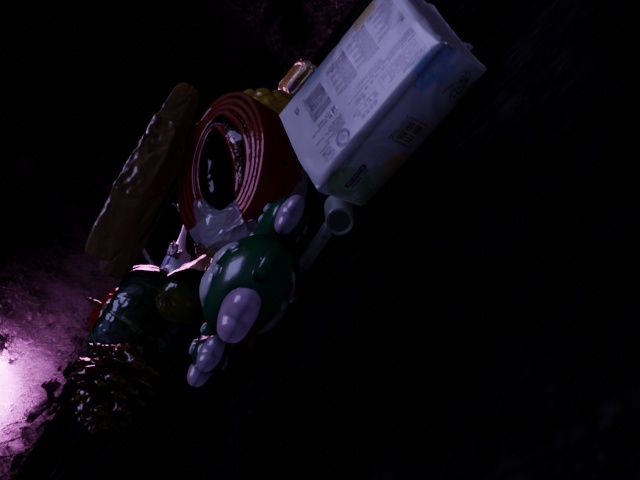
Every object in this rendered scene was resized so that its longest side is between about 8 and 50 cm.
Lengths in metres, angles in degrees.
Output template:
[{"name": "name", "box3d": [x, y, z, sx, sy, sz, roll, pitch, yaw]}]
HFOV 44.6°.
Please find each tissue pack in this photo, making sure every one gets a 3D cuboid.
[{"name": "tissue pack", "box3d": [0.086, -0.170, 0.964, 0.229, 0.145, 0.159, -49, 46, 25]}]

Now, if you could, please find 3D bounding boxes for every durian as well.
[{"name": "durian", "box3d": [-0.286, 0.011, 1.966, 0.110, 0.071, 0.140, -48, 18, 27]}]

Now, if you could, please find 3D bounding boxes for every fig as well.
[{"name": "fig", "box3d": [-0.257, 0.098, 1.557, 0.117, 0.117, 0.177, -48, 3, 24]}]

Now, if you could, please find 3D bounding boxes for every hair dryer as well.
[{"name": "hair dryer", "box3d": [0.000, 0.000, 1.003, 0.124, 0.037, 0.063, -56, 11, 17]}]

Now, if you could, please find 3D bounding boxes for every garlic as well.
[{"name": "garlic", "box3d": [-0.292, 0.079, 1.796, 0.084, 0.066, 0.152, -47, 11, 19]}]

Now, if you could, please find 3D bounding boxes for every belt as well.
[{"name": "belt", "box3d": [-0.135, -0.099, 1.329, 0.227, 0.115, 0.324, -37, 46, 31]}]

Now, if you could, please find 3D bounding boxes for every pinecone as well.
[{"name": "pinecone", "box3d": [-0.377, 0.265, 1.408, 0.174, 0.173, 0.173, -50, 12, 15]}]

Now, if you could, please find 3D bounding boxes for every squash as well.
[{"name": "squash", "box3d": [-0.388, 0.174, 1.655, 0.252, 0.165, 0.252, -48, 14, 17]}]

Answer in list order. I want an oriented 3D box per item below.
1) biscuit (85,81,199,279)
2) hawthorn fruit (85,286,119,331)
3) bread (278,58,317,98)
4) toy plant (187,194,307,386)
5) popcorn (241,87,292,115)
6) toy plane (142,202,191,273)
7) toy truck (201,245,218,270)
[{"name": "biscuit", "box3d": [-0.331, -0.087, 1.506, 0.368, 0.076, 0.394, -66, 6, -23]}, {"name": "hawthorn fruit", "box3d": [-0.475, 0.189, 1.866, 0.179, 0.200, 0.179, -51, 17, 23]}, {"name": "bread", "box3d": [-0.021, -0.327, 1.743, 0.107, 0.136, 0.241, -51, 13, 8]}, {"name": "toy plant", "box3d": [-0.094, 0.061, 0.991, 0.243, 0.112, 0.233, -54, 10, 43]}, {"name": "popcorn", "box3d": [-0.101, -0.207, 1.571, 0.226, 0.203, 0.201, -6, -70, -74]}, {"name": "toy plane", "box3d": [-0.352, 0.032, 1.976, 0.107, 0.182, 0.273, -18, 28, 37]}, {"name": "toy truck", "box3d": [-0.193, 0.015, 1.565, 0.116, 0.085, 0.191, -66, 11, -11]}]
